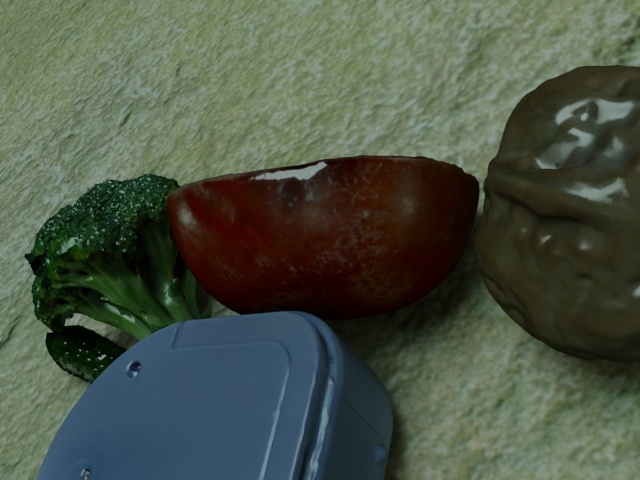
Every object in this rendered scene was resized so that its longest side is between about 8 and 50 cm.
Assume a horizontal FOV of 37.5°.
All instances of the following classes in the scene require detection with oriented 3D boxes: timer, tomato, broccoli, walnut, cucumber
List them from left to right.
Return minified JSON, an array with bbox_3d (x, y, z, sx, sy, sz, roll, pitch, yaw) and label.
[{"bbox_3d":[-0.286,0.160,1.231,0.227,0.069,0.069,17,68,40],"label":"cucumber"},{"bbox_3d":[-0.214,0.047,1.181,0.254,0.269,0.269,119,166,-56],"label":"broccoli"},{"bbox_3d":[-0.123,0.264,0.935,0.395,0.173,0.395,-20,48,24],"label":"timer"},{"bbox_3d":[0.004,0.012,0.990,0.338,0.338,0.144,-11,79,31],"label":"tomato"},{"bbox_3d":[0.263,-0.025,0.835,0.227,0.273,0.273,-18,33,-28],"label":"walnut"}]
